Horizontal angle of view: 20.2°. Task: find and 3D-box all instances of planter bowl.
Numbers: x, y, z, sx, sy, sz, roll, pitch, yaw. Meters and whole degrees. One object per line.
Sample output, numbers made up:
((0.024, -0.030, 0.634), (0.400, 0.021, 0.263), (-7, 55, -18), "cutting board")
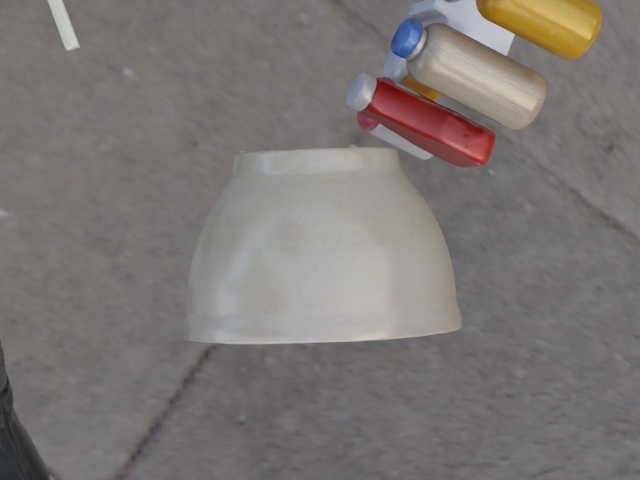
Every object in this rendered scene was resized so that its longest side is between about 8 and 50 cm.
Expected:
((0.000, 0.000, 1.045), (0.162, 0.162, 0.109), (-1, 92, 17), "planter bowl")

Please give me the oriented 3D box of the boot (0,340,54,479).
((-0.388, 0.140, 1.522), (0.377, 0.284, 0.138), (4, 42, 28), "boot")

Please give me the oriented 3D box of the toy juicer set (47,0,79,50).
((-0.194, -0.322, 1.588), (0.089, 0.329, 0.209), (-21, 110, 23), "toy juicer set")

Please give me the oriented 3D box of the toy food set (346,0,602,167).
((0.070, -0.117, 1.156), (0.104, 0.232, 0.111), (25, 82, -20), "toy food set")
